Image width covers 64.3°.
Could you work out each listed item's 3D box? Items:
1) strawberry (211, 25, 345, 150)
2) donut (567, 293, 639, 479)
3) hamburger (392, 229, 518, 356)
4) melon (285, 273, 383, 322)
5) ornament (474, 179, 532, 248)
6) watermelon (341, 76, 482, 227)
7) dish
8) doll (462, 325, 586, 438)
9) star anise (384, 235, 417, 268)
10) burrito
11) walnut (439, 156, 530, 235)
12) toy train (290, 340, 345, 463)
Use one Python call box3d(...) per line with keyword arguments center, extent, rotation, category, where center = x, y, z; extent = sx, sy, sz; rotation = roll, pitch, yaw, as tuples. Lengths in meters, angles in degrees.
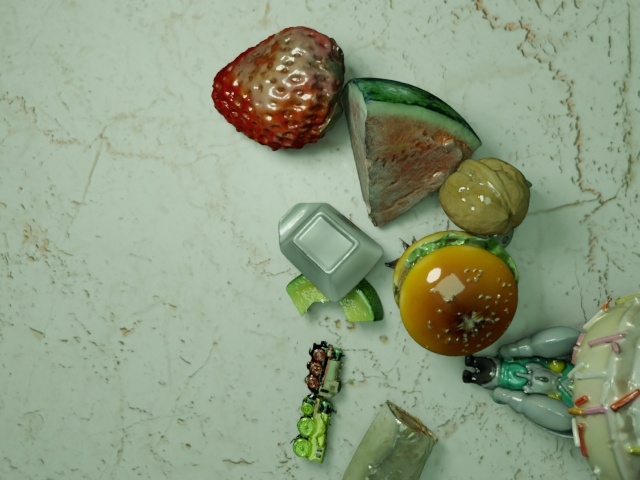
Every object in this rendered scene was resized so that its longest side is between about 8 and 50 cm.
box3d(center=(-0.111, -0.328, 1.067), extent=(0.336, 0.149, 0.265), rotation=(4, 86, 31), category="strawberry")
box3d(center=(0.557, 0.275, 0.851), extent=(0.382, 0.142, 0.383), rotation=(7, 77, -31), category="donut")
box3d(center=(0.254, 0.104, 0.956), extent=(0.245, 0.170, 0.246), rotation=(0, 113, 0), category="hamburger")
box3d(center=(0.027, 0.117, 1.091), extent=(0.209, 0.064, 0.118), rotation=(0, 91, 14), category="melon")
box3d(center=(0.363, -0.054, 1.026), extent=(0.081, 0.075, 0.156), rotation=(25, 93, 26), category="ornament")
box3d(center=(0.159, -0.208, 1.061), extent=(0.283, 0.293, 0.251), rotation=(18, 45, -11), category="watermelon")
box3d(center=(0.000, 0.000, 1.065), extent=(0.154, 0.064, 0.234), rotation=(-47, 60, -4), category="dish")
box3d(center=(0.408, 0.275, 0.954), extent=(0.258, 0.153, 0.195), rotation=(-20, 66, 11), category="doll")
box3d(center=(0.211, 0.033, 1.054), extent=(0.124, 0.056, 0.129), rotation=(40, 110, 13), category="star anise")
box3d(center=(0.120, 0.489, 1.026), extent=(0.143, 0.105, 0.299), rotation=(25, 90, 8), category="burrito")
box3d(center=(0.306, -0.080, 0.944), extent=(0.166, 0.167, 0.149), rotation=(-18, 125, 10), category="walnut")
box3d(center=(-0.004, 0.340, 1.087), extent=(0.085, 0.053, 0.250), rotation=(11, 88, 4), category="toy train")
